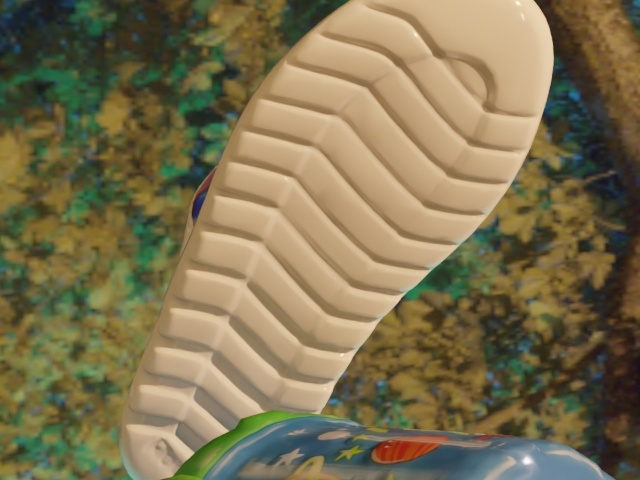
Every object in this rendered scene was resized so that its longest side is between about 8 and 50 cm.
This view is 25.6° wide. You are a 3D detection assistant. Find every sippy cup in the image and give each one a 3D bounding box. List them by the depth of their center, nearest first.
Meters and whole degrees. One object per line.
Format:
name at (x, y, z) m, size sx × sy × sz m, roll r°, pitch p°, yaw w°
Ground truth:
sippy cup at (0.051, 0.197, 0.740) m, size 0.224 × 0.305 × 0.240 m, roll -18°, pitch -90°, yaw 50°

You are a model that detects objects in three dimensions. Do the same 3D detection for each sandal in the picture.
sandal at (-0.013, -0.008, 0.930) m, size 0.416 × 0.169 × 0.102 m, roll -55°, pitch -161°, yaw 14°
